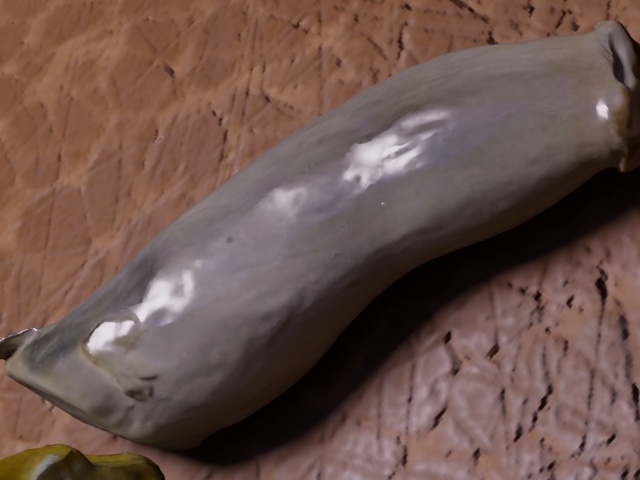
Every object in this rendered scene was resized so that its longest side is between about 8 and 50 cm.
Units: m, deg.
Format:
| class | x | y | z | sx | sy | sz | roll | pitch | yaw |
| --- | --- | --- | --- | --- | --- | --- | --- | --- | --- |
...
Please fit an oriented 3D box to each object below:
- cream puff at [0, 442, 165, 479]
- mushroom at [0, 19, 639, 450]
| class | x | y | z | sx | sy | sz | roll | pitch | yaw |
| --- | --- | --- | --- | --- | --- | --- | --- | --- | --- |
| cream puff | -0.145 | 0.204 | 0.617 | 0.194 | 0.195 | 0.221 | -34 | 49 | 13 |
| mushroom | 0.000 | -0.002 | 0.677 | 0.351 | 0.097 | 0.109 | -32 | 52 | 11 |
